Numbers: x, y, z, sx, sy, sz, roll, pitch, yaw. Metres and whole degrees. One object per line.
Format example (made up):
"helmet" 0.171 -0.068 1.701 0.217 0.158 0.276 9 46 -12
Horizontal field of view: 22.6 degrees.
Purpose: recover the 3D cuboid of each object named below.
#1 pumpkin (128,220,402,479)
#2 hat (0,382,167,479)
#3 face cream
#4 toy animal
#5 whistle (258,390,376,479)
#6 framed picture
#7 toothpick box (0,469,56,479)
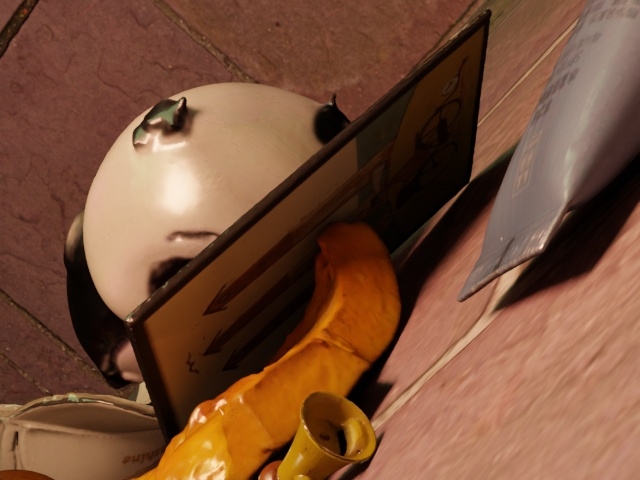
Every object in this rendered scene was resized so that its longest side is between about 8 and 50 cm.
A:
"pumpkin" -0.056 0.120 1.004 0.290 0.095 0.258 -46 -1 6
"hat" -0.186 0.195 1.630 0.257 0.168 0.301 -27 12 -41
"face cream" 0.187 -0.135 0.825 0.385 0.086 0.135 -56 3 -16
"toy animal" -0.088 -0.008 1.321 0.251 0.251 0.310 -52 2 -33
"whistle" -0.012 0.139 0.856 0.046 0.057 0.109 6 -51 -38
"framed picture" 0.000 0.000 1.126 0.324 0.013 0.244 -42 -20 -17
"toothpick box" -0.293 0.292 1.409 0.192 0.192 0.294 -50 -2 -1
